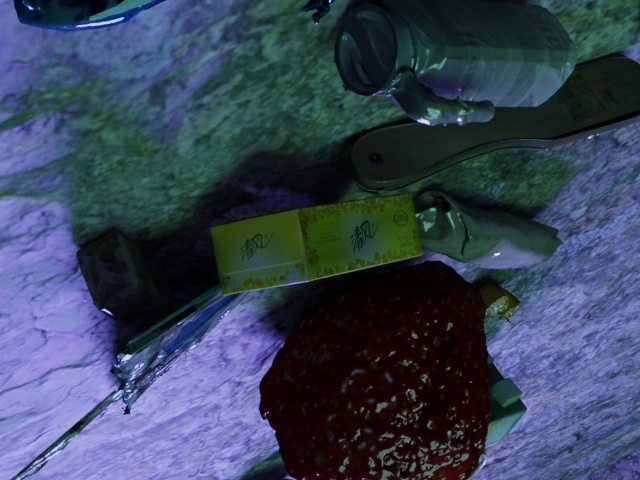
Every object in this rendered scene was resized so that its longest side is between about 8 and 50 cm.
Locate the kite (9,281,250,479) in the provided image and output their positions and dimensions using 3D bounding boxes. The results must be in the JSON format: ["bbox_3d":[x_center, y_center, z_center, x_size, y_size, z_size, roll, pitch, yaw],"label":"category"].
[{"bbox_3d":[-0.145,0.109,1.036,0.368,0.014,0.406,-41,175,-16],"label":"kite"}]

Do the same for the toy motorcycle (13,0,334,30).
[{"bbox_3d":[-0.049,-0.173,0.654,0.254,0.092,0.135,-14,161,-14],"label":"toy motorcycle"}]

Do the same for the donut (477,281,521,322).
[{"bbox_3d":[0.225,0.080,1.447,0.083,0.067,0.038,31,101,-25],"label":"donut"}]

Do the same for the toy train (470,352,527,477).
[{"bbox_3d":[0.138,0.251,1.560,0.272,0.159,0.188,-9,141,-37],"label":"toy train"}]

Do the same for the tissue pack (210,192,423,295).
[{"bbox_3d":[0.000,0.000,0.982,0.095,0.062,0.176,-10,179,37],"label":"tissue pack"}]

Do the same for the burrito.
[{"bbox_3d":[0.178,-0.006,1.239,0.082,0.059,0.275,-27,159,27],"label":"burrito"}]

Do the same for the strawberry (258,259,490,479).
[{"bbox_3d":[0.074,0.146,1.229,0.257,0.257,0.277,6,120,-52],"label":"strawberry"}]

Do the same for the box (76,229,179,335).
[{"bbox_3d":[-0.157,0.038,0.950,0.045,0.062,0.098,-28,157,4],"label":"box"}]

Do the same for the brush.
[{"bbox_3d":[0.167,-0.098,1.060,0.327,0.070,0.065,-17,162,-23],"label":"brush"}]

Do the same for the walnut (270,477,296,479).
[{"bbox_3d":[-0.070,0.417,1.661,0.140,0.140,0.162,-1,153,-46],"label":"walnut"}]

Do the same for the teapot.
[{"bbox_3d":[0.110,-0.130,0.880,0.200,0.107,0.077,-6,148,-41],"label":"teapot"}]
